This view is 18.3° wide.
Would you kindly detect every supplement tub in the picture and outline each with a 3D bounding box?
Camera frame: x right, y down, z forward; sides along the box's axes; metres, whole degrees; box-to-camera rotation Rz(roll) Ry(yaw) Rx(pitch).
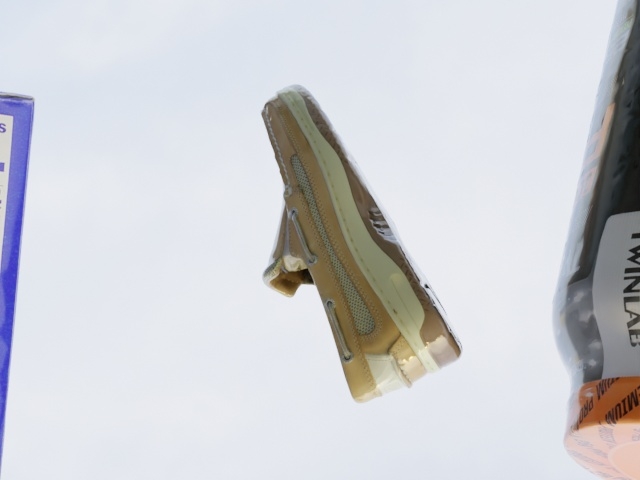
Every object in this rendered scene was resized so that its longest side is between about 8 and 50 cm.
[{"bbox_3d":[0.237,-0.021,1.090,0.193,0.193,0.316,-5,-118,41],"label":"supplement tub"}]

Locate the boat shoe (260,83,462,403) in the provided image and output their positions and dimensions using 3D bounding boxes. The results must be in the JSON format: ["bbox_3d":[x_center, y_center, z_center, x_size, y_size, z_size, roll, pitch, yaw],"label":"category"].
[{"bbox_3d":[0.000,0.000,1.007,0.072,0.068,0.190,-32,-129,5],"label":"boat shoe"}]

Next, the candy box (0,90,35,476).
[{"bbox_3d":[-0.278,0.075,1.044,0.268,0.122,0.317,1,-95,50],"label":"candy box"}]
